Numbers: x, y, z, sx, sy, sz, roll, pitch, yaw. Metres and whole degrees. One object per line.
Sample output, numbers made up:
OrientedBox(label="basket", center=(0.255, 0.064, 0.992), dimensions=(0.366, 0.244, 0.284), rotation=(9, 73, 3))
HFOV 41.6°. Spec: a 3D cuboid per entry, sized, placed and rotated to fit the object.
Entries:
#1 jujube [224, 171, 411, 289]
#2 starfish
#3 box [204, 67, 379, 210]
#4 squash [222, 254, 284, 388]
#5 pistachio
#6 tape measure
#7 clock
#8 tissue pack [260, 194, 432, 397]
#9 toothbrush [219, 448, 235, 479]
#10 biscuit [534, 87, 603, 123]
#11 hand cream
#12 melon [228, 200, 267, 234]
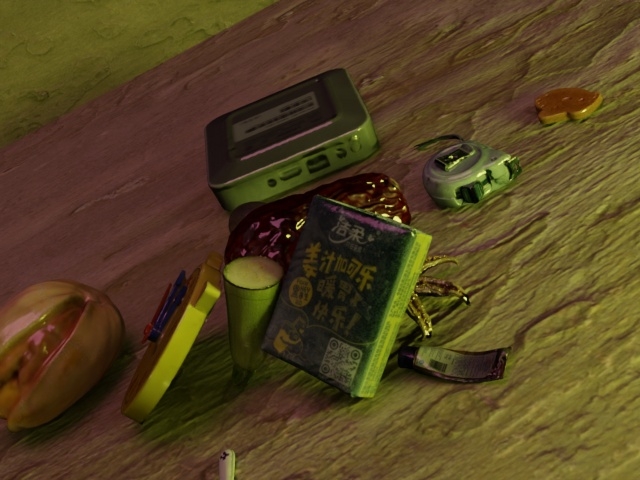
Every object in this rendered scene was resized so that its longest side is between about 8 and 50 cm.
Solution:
OrientedBox(label="jujube", center=(0.000, 0.000, 1.471), dimensions=(0.342, 0.216, 0.216), rotation=(-31, 29, -22))
OrientedBox(label="starfish", center=(0.124, 0.064, 1.346), dimensions=(0.238, 0.057, 0.213), rotation=(29, 44, 22))
OrientedBox(label="box", center=(-0.080, -0.250, 2.004), dimensions=(0.396, 0.111, 0.396), rotation=(-23, 31, 4))
OrientedBox(label="squash", center=(-0.115, 0.141, 1.326), dimensions=(0.094, 0.224, 0.094), rotation=(7, 26, -3))
OrientedBox(label="pistachio", center=(-0.492, 0.197, 1.528), dimensions=(0.230, 0.229, 0.309), rotation=(3, 44, 41))
OrientedBox(label="tape measure", center=(0.232, -0.159, 1.643), dimensions=(0.164, 0.084, 0.330), rotation=(-30, 31, -16))
OrientedBox(label="clock", center=(-0.253, 0.155, 1.377), dimensions=(0.293, 0.071, 0.277), rotation=(-61, 11, 3))
OrientedBox(label="tissue pack", center=(0.034, 0.079, 1.242), dimensions=(0.185, 0.081, 0.257), rotation=(22, 94, 33))
OrientedBox(label="toothbrush", center=(-0.131, 0.385, 1.113), dimensions=(0.030, 0.030, 0.304), rotation=(-21, 30, 9))
OrientedBox(label="biscuit", center=(0.483, -0.266, 1.681), dimensions=(0.118, 0.023, 0.140), rotation=(-34, 31, -13))
OrientedBox(label="hand cream", center=(0.190, 0.173, 1.202), dimensions=(0.163, 0.039, 0.062), rotation=(1, 37, 29))
OrientedBox(label="melon", center=(-0.128, -0.030, 1.704), dimensions=(0.131, 0.098, 0.098), rotation=(10, 45, 41))
